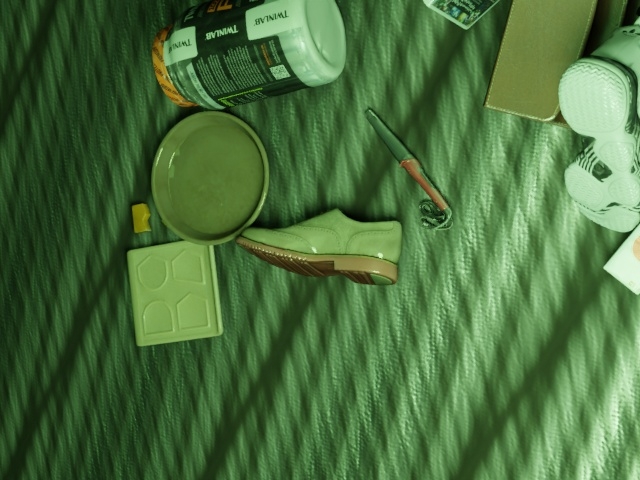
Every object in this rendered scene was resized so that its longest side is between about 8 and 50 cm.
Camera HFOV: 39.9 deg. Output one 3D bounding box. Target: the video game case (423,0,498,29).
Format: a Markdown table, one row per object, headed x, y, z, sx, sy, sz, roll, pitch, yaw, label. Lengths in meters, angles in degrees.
| x | y | z | sx | sy | sz | roll | pitch | yaw | label |
| --- | --- | --- | --- | --- | --- | --- | --- | --- | --- |
| 0.274 | -0.439 | 1.483 | 0.173 | 0.190 | 0.022 | -41 | 72 | 23 | video game case |

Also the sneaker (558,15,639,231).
| x | y | z | sx | sy | sz | roll | pitch | yaw | label |
| --- | --- | --- | --- | --- | --- | --- | --- | --- | --- |
| 0.491 | -0.184 | 1.387 | 0.137 | 0.366 | 0.210 | 29 | 66 | 39 | sneaker |

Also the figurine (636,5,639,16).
| x | y | z | sx | sy | sz | roll | pitch | yaw | label |
| --- | --- | --- | --- | --- | --- | --- | --- | --- | --- |
| 0.584 | -0.454 | 1.334 | 0.209 | 0.092 | 0.215 | -5 | 106 | 9 | figurine |

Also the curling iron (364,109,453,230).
| x | y | z | sx | sy | sz | roll | pitch | yaw | label |
| --- | --- | --- | --- | --- | --- | --- | --- | --- | --- |
| 0.159 | -0.132 | 1.650 | 0.068 | 0.035 | 0.274 | -36 | 79 | 24 | curling iron |

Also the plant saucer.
| x | y | z | sx | sy | sz | roll | pitch | yaw | label |
| --- | --- | --- | --- | --- | --- | --- | --- | --- | --- |
| -0.225 | -0.128 | 1.823 | 0.277 | 0.041 | 0.278 | -1 | 88 | 22 | plant saucer |

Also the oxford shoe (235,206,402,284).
| x | y | z | sx | sy | sz | roll | pitch | yaw | label |
| --- | --- | --- | --- | --- | --- | --- | --- | --- | --- |
| 0.000 | 0.000 | 1.713 | 0.348 | 0.123 | 0.130 | 9 | 75 | 23 | oxford shoe |

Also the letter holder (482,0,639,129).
| x | y | z | sx | sy | sz | roll | pitch | yaw | label |
| --- | --- | --- | --- | --- | --- | --- | --- | --- | --- |
| 0.423 | -0.336 | 1.443 | 0.214 | 0.152 | 0.302 | 18 | 102 | 22 | letter holder |

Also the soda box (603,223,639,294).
| x | y | z | sx | sy | sz | roll | pitch | yaw | label |
| --- | --- | --- | --- | --- | --- | --- | --- | --- | --- |
| 0.564 | -0.017 | 1.444 | 0.074 | 0.069 | 0.216 | 41 | 109 | 18 | soda box |

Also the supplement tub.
| x | y | z | sx | sy | sz | roll | pitch | yaw | label |
| --- | --- | --- | --- | --- | --- | --- | --- | --- | --- |
| -0.138 | -0.369 | 1.682 | 0.338 | 0.207 | 0.207 | -9 | 90 | 26 | supplement tub |

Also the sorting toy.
| x | y | z | sx | sy | sz | roll | pitch | yaw | label |
| --- | --- | --- | --- | --- | --- | --- | --- | --- | --- |
| -0.318 | 0.064 | 1.902 | 0.229 | 0.041 | 0.307 | -10 | 83 | 24 | sorting toy |
